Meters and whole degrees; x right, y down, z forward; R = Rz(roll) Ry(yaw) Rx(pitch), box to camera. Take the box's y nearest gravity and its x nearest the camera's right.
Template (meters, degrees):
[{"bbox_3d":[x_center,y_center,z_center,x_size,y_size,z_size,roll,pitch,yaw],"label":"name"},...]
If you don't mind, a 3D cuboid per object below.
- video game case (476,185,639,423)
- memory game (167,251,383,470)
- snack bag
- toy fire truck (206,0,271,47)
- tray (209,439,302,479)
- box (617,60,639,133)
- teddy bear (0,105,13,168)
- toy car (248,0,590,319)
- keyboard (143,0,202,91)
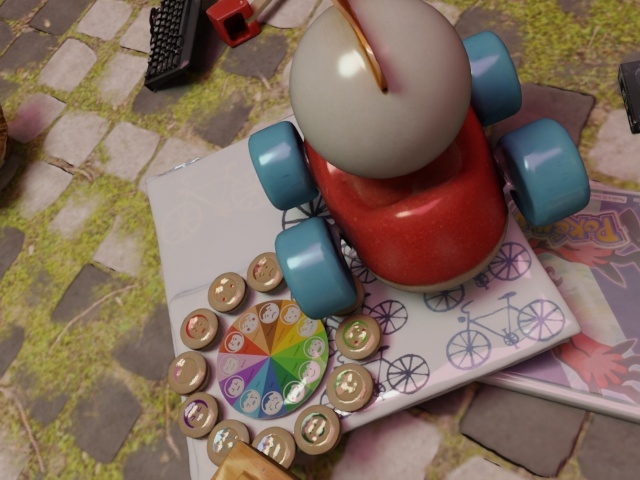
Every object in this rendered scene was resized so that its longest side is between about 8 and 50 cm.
[{"bbox_3d":[0.170,0.032,0.537,0.201,0.023,0.184,11,67,23],"label":"video game case"},{"bbox_3d":[-0.040,0.090,0.523,0.186,0.012,0.186,-11,60,19],"label":"memory game"},{"bbox_3d":[0.000,0.000,0.585,0.323,0.037,0.343,-24,56,9],"label":"snack bag"},{"bbox_3d":[-0.071,-0.332,0.794,0.192,0.047,0.135,-39,59,-5],"label":"toy fire truck"},{"bbox_3d":[0.064,0.296,0.306,0.410,0.076,0.203,28,73,26],"label":"tray"},{"bbox_3d":[0.311,-0.131,0.579,0.083,0.018,0.067,-6,62,15],"label":"box"},{"bbox_3d":[-0.498,-0.100,0.793,0.337,0.113,0.245,-25,51,13],"label":"teddy bear"},{"bbox_3d":[0.040,-0.098,0.448,0.219,0.238,0.210,-22,54,6],"label":"toy car"},{"bbox_3d":[-0.178,-0.265,0.784,0.108,0.023,0.180,-12,63,44],"label":"keyboard"}]
